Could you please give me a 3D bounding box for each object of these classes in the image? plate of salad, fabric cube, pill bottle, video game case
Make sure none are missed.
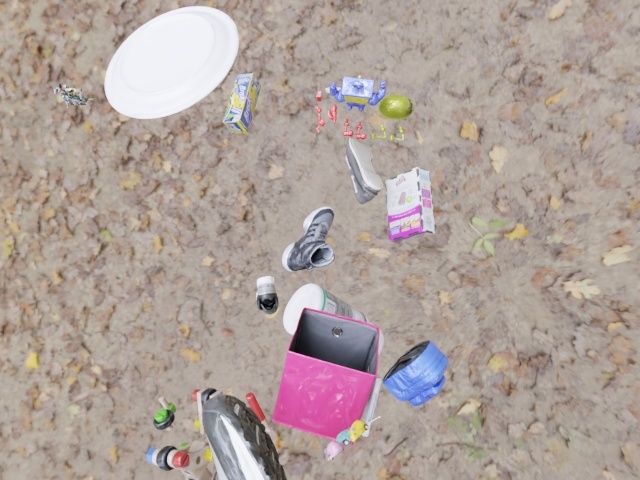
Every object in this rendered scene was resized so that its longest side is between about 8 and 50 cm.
[{"bbox_3d":[-0.200,-0.241,0.660,0.199,0.048,0.200,-7,64,14],"label":"plate of salad"},{"bbox_3d":[0.023,0.397,1.453,0.254,0.259,0.258,14,113,4],"label":"fabric cube"},{"bbox_3d":[0.056,0.327,1.808,0.204,0.361,0.204,-36,34,30],"label":"pill bottle"},{"bbox_3d":[0.138,0.511,1.611,0.023,0.212,0.193,13,93,-14],"label":"video game case"}]

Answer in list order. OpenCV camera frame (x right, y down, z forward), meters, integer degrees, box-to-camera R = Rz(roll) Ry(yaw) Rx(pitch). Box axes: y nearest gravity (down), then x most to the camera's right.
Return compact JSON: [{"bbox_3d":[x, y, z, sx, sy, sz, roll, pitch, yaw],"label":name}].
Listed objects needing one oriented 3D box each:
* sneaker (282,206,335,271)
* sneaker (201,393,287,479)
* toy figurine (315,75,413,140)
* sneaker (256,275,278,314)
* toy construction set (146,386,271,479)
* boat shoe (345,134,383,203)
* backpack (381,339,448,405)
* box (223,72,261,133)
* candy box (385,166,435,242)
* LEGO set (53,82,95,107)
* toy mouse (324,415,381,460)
[{"bbox_3d":[0.000,0.000,1.584,0.153,0.101,0.269,9,55,46],"label":"sneaker"},{"bbox_3d":[-0.070,0.276,0.438,0.108,0.100,0.272,-14,94,-6],"label":"sneaker"},{"bbox_3d":[0.154,-0.485,1.707,0.362,0.217,0.191,10,82,4],"label":"toy figurine"},{"bbox_3d":[-0.145,0.168,1.313,0.063,0.170,0.075,-3,55,-5],"label":"sneaker"},{"bbox_3d":[-0.284,0.557,1.319,0.308,0.257,0.237,-18,115,7],"label":"toy construction set"},{"bbox_3d":[0.138,-0.266,1.765,0.095,0.112,0.335,-50,33,32],"label":"boat shoe"},{"bbox_3d":[0.205,0.266,0.980,0.101,0.098,0.120,42,124,7],"label":"backpack"},{"bbox_3d":[-0.218,-0.384,1.355,0.054,0.059,0.169,2,67,22],"label":"box"},{"bbox_3d":[0.315,-0.121,1.705,0.159,0.071,0.234,-19,69,49],"label":"candy box"},{"bbox_3d":[-0.364,-0.207,0.705,0.054,0.083,0.023,9,92,-4],"label":"LEGO set"},{"bbox_3d":[0.049,0.460,1.105,0.031,0.161,0.143,50,125,17],"label":"toy mouse"}]
